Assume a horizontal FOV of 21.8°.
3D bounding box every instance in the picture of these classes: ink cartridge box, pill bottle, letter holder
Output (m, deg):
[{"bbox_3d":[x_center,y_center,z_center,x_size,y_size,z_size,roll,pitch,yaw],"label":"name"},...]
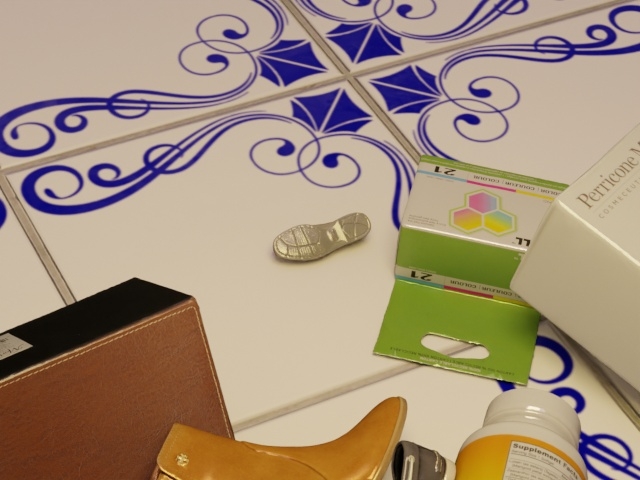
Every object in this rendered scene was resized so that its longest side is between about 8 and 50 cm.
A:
[{"bbox_3d":[0.179,0.031,1.935,0.189,0.097,0.255,12,43,7],"label":"ink cartridge box"},{"bbox_3d":[0.192,0.268,1.653,0.136,0.136,0.245,13,44,9],"label":"pill bottle"},{"bbox_3d":[-0.260,0.198,1.705,0.302,0.214,0.152,-23,18,-26],"label":"letter holder"}]

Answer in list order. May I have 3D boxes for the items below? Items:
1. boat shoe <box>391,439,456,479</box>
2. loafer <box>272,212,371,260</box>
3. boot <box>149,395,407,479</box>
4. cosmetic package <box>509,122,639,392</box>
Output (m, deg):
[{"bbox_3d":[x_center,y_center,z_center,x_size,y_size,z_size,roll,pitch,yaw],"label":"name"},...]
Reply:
[{"bbox_3d":[0.059,0.291,1.622,0.065,0.075,0.206,35,71,-18],"label":"boat shoe"},{"bbox_3d":[0.000,0.000,2.002,0.125,0.039,0.045,-16,80,-16],"label":"loafer"},{"bbox_3d":[-0.052,0.229,1.674,0.211,0.104,0.295,29,54,2],"label":"boot"},{"bbox_3d":[0.460,0.086,1.788,0.453,0.161,0.230,39,52,16],"label":"cosmetic package"}]
